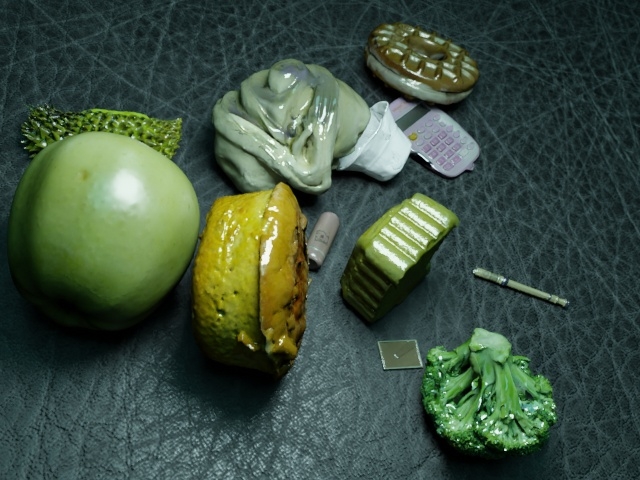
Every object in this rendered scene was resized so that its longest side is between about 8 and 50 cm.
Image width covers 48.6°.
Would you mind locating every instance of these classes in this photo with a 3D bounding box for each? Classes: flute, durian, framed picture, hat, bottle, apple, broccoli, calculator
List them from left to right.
[{"bbox_3d":[-0.485,-0.223,1.587,0.352,0.158,0.169,0,21,-16],"label":"durian"},{"bbox_3d":[-0.392,-0.014,1.294,0.358,0.357,0.357,8,53,-11],"label":"apple"},{"bbox_3d":[0.000,0.000,1.576,0.053,0.053,0.140,24,53,2],"label":"bottle"},{"bbox_3d":[0.139,-0.222,1.718,0.126,0.203,0.203,34,49,-20],"label":"hat"},{"bbox_3d":[0.166,0.238,1.480,0.089,0.006,0.066,-1,55,-17],"label":"framed picture"},{"bbox_3d":[0.286,-0.276,1.869,0.294,0.043,0.194,42,54,11],"label":"calculator"},{"bbox_3d":[0.322,0.292,1.359,0.262,0.241,0.269,7,21,12],"label":"broccoli"},{"bbox_3d":[0.466,0.109,1.647,0.233,0.027,0.027,20,52,-1],"label":"flute"}]

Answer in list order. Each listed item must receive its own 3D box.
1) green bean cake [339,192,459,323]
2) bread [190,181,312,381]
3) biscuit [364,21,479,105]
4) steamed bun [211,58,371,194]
[{"bbox_3d":[0.159,0.033,1.481,0.124,0.236,0.233,41,56,15],"label":"green bean cake"},{"bbox_3d":[-0.125,0.081,1.334,0.204,0.336,0.358,-3,54,8],"label":"bread"},{"bbox_3d":[0.276,-0.486,1.942,0.332,0.103,0.332,14,40,-12],"label":"biscuit"},{"bbox_3d":[-0.072,-0.276,1.611,0.352,0.247,0.339,13,56,7],"label":"steamed bun"}]
